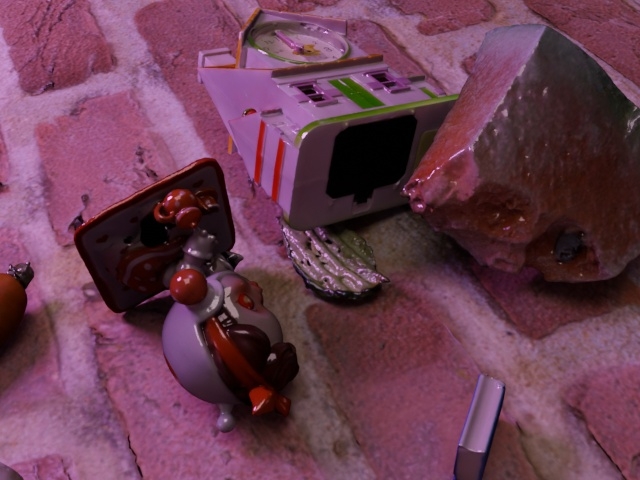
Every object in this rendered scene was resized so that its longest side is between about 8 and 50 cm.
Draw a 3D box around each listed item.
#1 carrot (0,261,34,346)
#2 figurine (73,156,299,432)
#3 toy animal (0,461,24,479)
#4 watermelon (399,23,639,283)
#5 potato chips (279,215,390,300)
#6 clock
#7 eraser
[{"bbox_3d":[-0.382,0.141,0.808,0.069,0.069,0.336,16,50,17],"label":"carrot"},{"bbox_3d":[-0.101,0.077,0.804,0.160,0.183,0.226,-30,63,-15],"label":"figurine"},{"bbox_3d":[-0.357,0.294,0.556,0.344,0.194,0.302,5,45,5],"label":"toy animal"},{"bbox_3d":[0.267,-0.091,0.910,0.264,0.151,0.302,43,57,-16],"label":"watermelon"},{"bbox_3d":[0.000,-0.001,0.965,0.092,0.028,0.207,-20,47,-18],"label":"potato chips"},{"bbox_3d":[-0.016,-0.173,1.027,0.235,0.166,0.309,-16,42,-31],"label":"clock"},{"bbox_3d":[0.145,0.174,0.759,0.027,0.063,0.084,13,45,17],"label":"eraser"}]
